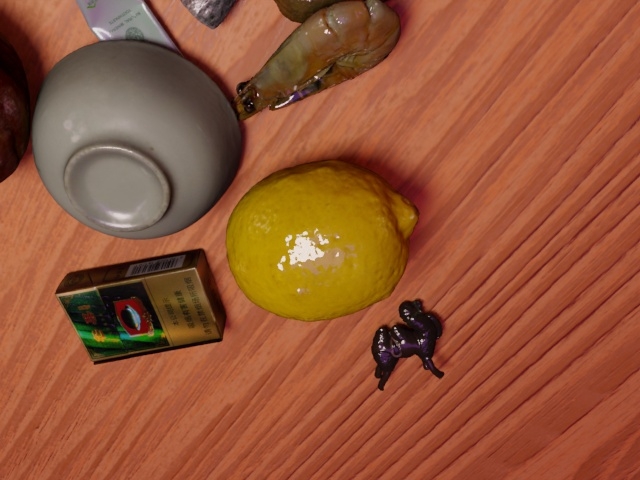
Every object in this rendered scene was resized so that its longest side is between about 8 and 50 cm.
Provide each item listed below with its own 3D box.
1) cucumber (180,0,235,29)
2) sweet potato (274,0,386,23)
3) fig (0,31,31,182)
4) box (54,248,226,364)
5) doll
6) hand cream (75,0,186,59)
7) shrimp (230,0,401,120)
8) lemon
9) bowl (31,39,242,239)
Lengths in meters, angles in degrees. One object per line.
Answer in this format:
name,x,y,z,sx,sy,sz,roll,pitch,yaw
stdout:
cucumber,-0.124,-0.323,0.694,0.064,0.064,0.112,33,112,-20
sweet potato,0.055,-0.323,0.691,0.232,0.081,0.062,-15,93,10
fig,-0.471,-0.174,0.691,0.223,0.224,0.263,-6,123,2
box,-0.295,0.112,0.947,0.239,0.071,0.160,-11,123,5
doll,0.154,0.186,1.016,0.138,0.057,0.165,-10,112,7
hand cream,-0.242,-0.258,0.745,0.078,0.050,0.275,-8,130,36
shrimp,-0.014,-0.226,0.739,0.267,0.145,0.061,-28,74,28
lemon,0.000,0.000,0.796,0.288,0.234,0.234,-15,121,12
bowl,-0.257,-0.103,0.753,0.288,0.146,0.290,0,128,-1
